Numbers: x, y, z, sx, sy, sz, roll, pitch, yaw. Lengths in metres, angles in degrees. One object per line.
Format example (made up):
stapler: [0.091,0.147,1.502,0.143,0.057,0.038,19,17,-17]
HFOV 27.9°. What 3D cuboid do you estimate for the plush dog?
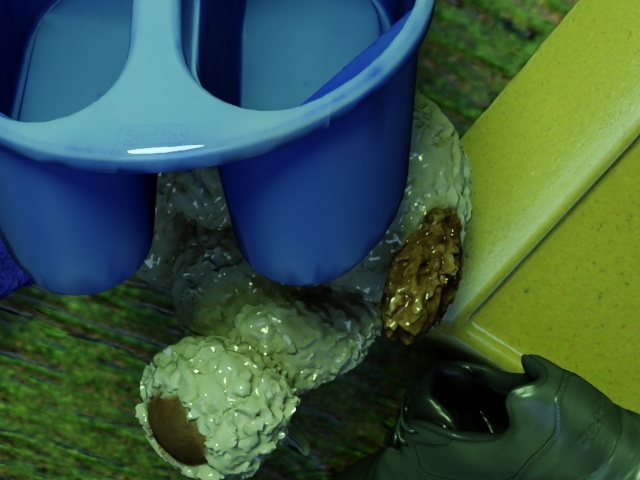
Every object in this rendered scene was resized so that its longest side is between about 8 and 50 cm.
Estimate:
plush dog: [0.000,0.000,0.803,0.225,0.262,0.211,-39,147,30]

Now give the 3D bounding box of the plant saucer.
plant saucer: [0.242,0.017,0.871,0.333,0.081,0.332,31,116,-17]

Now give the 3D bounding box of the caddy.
caddy: [-0.067,-0.133,0.648,0.241,0.341,0.179,-3,138,1]

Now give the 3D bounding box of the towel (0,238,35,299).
towel: [-0.319,-0.055,0.786,0.228,0.076,0.308,-27,121,-13]

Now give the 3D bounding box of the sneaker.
sneaker: [0.090,0.142,0.896,0.130,0.109,0.286,42,136,-20]
